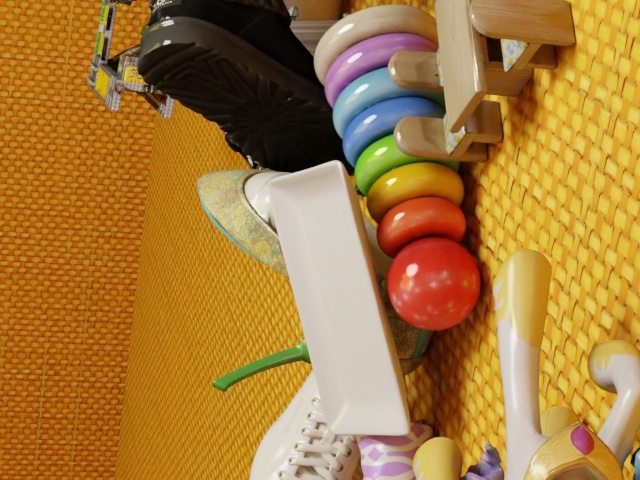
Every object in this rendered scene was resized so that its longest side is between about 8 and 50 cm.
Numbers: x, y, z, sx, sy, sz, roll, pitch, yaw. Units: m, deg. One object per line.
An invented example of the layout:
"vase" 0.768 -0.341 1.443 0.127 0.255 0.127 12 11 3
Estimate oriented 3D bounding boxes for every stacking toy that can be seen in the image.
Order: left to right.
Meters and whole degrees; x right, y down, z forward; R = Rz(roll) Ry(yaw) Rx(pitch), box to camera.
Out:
"stacking toy" 0.086 -0.066 1.400 0.141 0.141 0.330 116 148 -55

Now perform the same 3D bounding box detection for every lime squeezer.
"lime squeezer" -0.017 0.090 1.798 0.059 0.110 0.310 87 -153 -54

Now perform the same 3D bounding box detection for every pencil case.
"pencil case" 0.072 0.277 1.426 0.088 0.086 0.206 -15 66 38

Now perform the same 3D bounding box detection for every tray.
"tray" 0.024 0.059 1.403 0.145 0.030 0.270 -11 93 59

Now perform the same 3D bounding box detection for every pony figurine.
"pony figurine" 0.129 0.229 0.974 0.363 0.302 0.351 -83 13 -62

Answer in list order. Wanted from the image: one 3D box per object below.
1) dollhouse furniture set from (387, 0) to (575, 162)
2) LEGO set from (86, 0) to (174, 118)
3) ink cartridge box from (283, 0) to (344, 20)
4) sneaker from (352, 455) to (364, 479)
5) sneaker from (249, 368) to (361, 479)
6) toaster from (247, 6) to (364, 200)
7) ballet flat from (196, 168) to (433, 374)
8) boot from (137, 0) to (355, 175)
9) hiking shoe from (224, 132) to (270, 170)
"dollhouse furniture set" 0.101 -0.223 1.294 0.212 0.161 0.242 122 148 -60
"LEGO set" -0.205 -0.293 2.183 0.192 0.331 0.255 43 115 61
"ink cartridge box" -0.035 -0.306 1.784 0.232 0.066 0.189 -38 -38 -63
"sneaker" -0.004 0.301 1.712 0.161 0.102 0.282 -104 33 -57
"sneaker" 0.002 0.197 1.515 0.123 0.106 0.290 116 176 -61
"toaster" -0.008 -0.166 1.717 0.129 0.146 0.227 -167 81 -76
"ballet flat" 0.000 0.000 1.525 0.348 0.123 0.123 45 138 29
"boot" -0.057 -0.242 1.572 0.131 0.348 0.260 -20 54 32
"hiking shoe" -0.078 -0.167 2.034 0.086 0.114 0.227 140 132 -69
